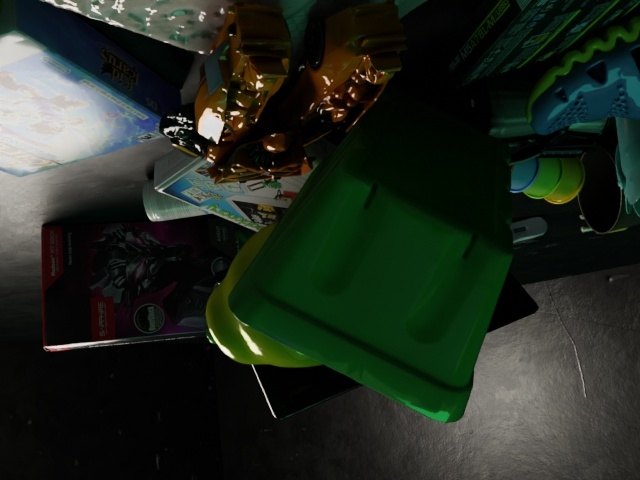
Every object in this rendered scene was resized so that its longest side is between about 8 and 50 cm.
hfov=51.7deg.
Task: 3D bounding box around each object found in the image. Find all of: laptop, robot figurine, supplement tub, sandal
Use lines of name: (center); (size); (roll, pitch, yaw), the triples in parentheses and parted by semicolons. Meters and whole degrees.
laptop: (0.050, 0.098, 1.048); (0.382, 0.408, 0.236); (-20, 137, -13)
robot figurine: (-0.043, -0.129, 0.645); (0.211, 0.085, 0.291); (-8, 167, -20)
supplement tub: (-0.223, -0.071, 1.061); (0.107, 0.071, 0.071); (-8, 167, 2)
sandal: (0.381, -0.176, 0.702); (0.317, 0.138, 0.126); (-20, 174, 19)

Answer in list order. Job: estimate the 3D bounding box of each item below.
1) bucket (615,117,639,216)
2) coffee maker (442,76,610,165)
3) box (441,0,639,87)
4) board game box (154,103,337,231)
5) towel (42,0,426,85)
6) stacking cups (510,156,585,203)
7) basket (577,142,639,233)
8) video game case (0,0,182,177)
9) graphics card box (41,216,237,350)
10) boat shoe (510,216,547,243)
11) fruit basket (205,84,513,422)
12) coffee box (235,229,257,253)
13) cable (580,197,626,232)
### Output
bucket: (0.536, -0.152, 0.886); (0.281, 0.183, 0.281); (-6, 167, -1)
coffee maker: (0.263, -0.166, 0.881); (0.178, 0.120, 0.171); (-3, -169, -12)
box: (0.232, -0.226, 0.620); (0.184, 0.045, 0.191); (-22, 172, -17)
board game box: (-0.058, -0.082, 0.959); (0.193, 0.053, 0.305); (-27, 147, 32)
towel: (-0.030, -0.236, 0.513); (0.332, 0.053, 0.317); (-20, 162, 40)
stacking cups: (0.309, -0.132, 1.093); (0.316, 0.096, 0.096); (9, 159, -37)
basket: (0.606, -0.111, 1.184); (0.226, 0.154, 0.204); (-11, 163, 1)
video game case: (-0.319, -0.151, 0.695); (0.244, 0.061, 0.269); (-10, 167, 17)
graphics card box: (-0.345, 0.082, 1.291); (0.370, 0.233, 0.094); (-2, 166, -16)
boat shoe: (0.481, -0.014, 1.692); (0.183, 0.065, 0.083); (-8, 165, -2)
fruit basket: (0.035, 0.042, 0.753); (0.283, 0.392, 0.392); (27, 165, 1)
coffee box: (-0.172, 0.034, 1.440); (0.184, 0.113, 0.040); (0, 166, -24)
cable: (0.659, -0.070, 1.284); (0.287, 0.139, 0.072); (5, 150, 26)
